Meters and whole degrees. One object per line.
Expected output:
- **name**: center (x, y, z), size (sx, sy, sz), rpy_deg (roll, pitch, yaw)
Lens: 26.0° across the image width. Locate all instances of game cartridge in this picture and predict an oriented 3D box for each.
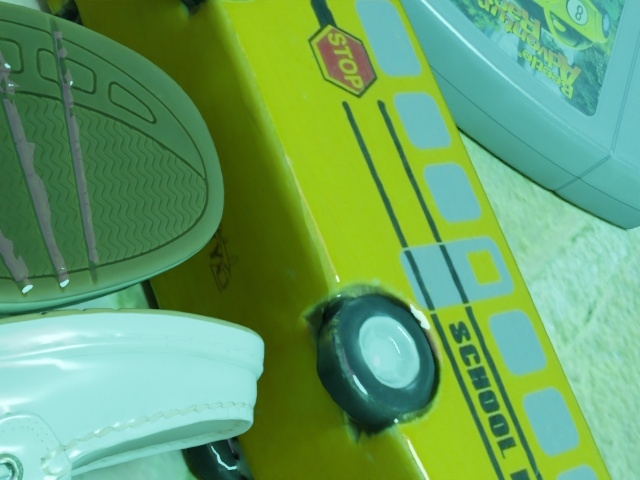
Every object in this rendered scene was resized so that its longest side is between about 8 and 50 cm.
- **game cartridge**: center (0.104, -0.146, 0.798), size (0.294, 0.060, 0.196), rpy_deg (37, 50, -17)

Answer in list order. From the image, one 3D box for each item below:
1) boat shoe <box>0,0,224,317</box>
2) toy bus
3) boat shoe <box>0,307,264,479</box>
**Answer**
- **boat shoe**: center (-0.172, -0.008, 0.443), size (0.302, 0.098, 0.109), rpy_deg (-11, 78, -39)
- **toy bus**: center (0.000, 0.000, 0.579), size (0.130, 0.108, 0.332), rpy_deg (-9, 71, -43)
- **boat shoe**: center (-0.134, 0.085, 0.430), size (0.277, 0.098, 0.096), rpy_deg (-7, 70, -33)
